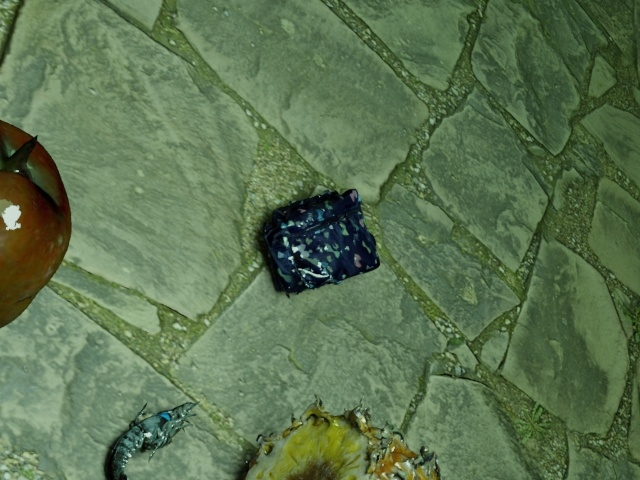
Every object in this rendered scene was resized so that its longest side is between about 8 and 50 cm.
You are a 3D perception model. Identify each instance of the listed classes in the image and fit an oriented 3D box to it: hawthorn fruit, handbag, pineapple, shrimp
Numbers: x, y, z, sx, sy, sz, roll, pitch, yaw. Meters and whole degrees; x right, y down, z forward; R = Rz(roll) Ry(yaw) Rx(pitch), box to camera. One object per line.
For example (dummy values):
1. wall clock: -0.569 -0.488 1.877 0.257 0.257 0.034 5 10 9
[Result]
1. hawthorn fruit: -0.437 -0.034 1.444 0.267 0.301 0.268 29 39 -26
2. handbag: 0.000 0.000 2.047 0.260 0.113 0.162 -23 98 -50
3. pineapple: 0.052 0.428 1.756 0.300 0.352 0.352 34 52 -35
4. shrimp: -0.245 0.283 1.694 0.174 0.082 0.076 -45 113 -39
